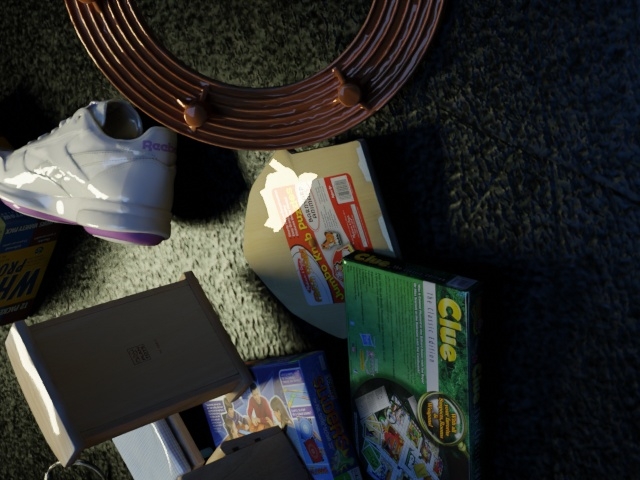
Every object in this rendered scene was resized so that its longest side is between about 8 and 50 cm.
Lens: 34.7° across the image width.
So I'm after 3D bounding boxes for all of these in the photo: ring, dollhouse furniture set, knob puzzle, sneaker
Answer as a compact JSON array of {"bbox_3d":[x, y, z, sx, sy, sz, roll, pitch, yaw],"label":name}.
[{"bbox_3d":[-0.060,-0.230,0.850,0.337,0.032,0.336,3,116,7],"label":"ring"},{"bbox_3d":[-0.211,0.227,1.072,0.286,0.198,0.303,58,141,19],"label":"dollhouse furniture set"},{"bbox_3d":[0.000,0.000,0.977,0.213,0.030,0.213,19,121,35],"label":"knob puzzle"},{"bbox_3d":[-0.264,-0.087,1.155,0.305,0.114,0.152,14,92,37],"label":"sneaker"}]

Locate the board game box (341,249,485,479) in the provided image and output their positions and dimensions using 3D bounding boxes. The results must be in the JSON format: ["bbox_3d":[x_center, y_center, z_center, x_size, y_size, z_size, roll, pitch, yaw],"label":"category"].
[{"bbox_3d":[0.085,0.143,0.925,0.136,0.030,0.259,16,120,39],"label":"board game box"}]

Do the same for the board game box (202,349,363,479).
[{"bbox_3d":[-0.049,0.189,1.047,0.201,0.035,0.136,-15,92,52],"label":"board game box"}]

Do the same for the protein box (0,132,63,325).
[{"bbox_3d":[-0.456,-0.017,1.298,0.201,0.136,0.200,46,126,22],"label":"protein box"}]

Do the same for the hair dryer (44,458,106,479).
[{"bbox_3d":[-0.338,0.436,1.369,0.293,0.080,0.223,-40,71,25],"label":"hair dryer"}]
